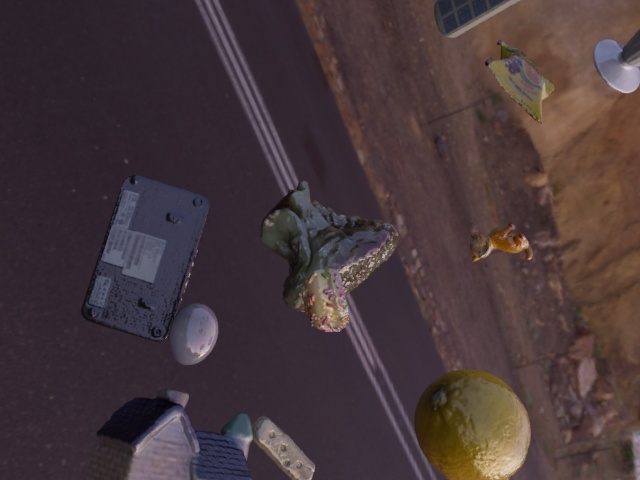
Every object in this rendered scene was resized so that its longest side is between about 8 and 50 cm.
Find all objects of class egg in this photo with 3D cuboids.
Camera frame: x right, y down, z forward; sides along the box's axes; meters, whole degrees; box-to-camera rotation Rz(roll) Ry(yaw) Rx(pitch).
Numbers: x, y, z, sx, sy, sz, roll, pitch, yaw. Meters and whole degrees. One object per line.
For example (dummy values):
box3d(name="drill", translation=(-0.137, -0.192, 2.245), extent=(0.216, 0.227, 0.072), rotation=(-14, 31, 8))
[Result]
box3d(name="egg", translation=(-0.273, 0.201, 1.478), extent=(0.103, 0.103, 0.135), rotation=(40, 59, -55))

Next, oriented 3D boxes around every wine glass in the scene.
box3d(name="wine glass", translation=(0.670, -0.400, 1.384), extent=(0.196, 0.165, 0.165), rotation=(143, -65, -63))

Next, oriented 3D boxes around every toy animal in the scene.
box3d(name="toy animal", translation=(0.268, 0.012, 1.043), extent=(0.081, 0.083, 0.060), rotation=(55, 6, 7))

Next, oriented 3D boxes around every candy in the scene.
box3d(name="candy", translation=(0.453, -0.368, 1.571), extent=(0.187, 0.081, 0.297), rotation=(47, 35, -3))

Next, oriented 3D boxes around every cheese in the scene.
box3d(name="cheese", translation=(-0.085, 0.476, 1.559), extent=(0.194, 0.043, 0.065), rotation=(49, 55, -18))

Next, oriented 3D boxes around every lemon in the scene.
box3d(name="lemon", translation=(0.362, 0.445, 1.640), extent=(0.293, 0.293, 0.293), rotation=(53, 27, -42))

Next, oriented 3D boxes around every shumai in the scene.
box3d(name="shumai", translation=(0.000, 0.000, 1.980), extent=(0.397, 0.324, 0.323), rotation=(-28, 70, -33))

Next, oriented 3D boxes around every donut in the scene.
box3d(name="donut", translation=(0.005, 0.105, 1.172), extent=(0.166, 0.065, 0.108), rotation=(138, -61, -80))

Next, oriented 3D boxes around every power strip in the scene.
box3d(name="power strip", translation=(0.297, -0.448, 1.261), extent=(0.029, 0.227, 0.080), rotation=(-7, 82, -41))

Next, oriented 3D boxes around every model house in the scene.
box3d(name="model house", translation=(-0.285, 0.443, 1.353), extent=(0.298, 0.243, 0.284), rotation=(22, 75, -37))

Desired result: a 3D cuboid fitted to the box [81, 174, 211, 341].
box3d(name="box", translation=(-0.395, 0.041, 1.575), extent=(0.058, 0.211, 0.350), rotation=(91, 16, -86))
